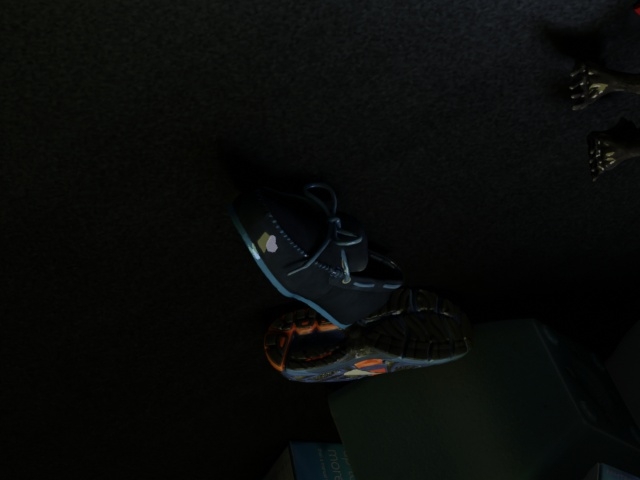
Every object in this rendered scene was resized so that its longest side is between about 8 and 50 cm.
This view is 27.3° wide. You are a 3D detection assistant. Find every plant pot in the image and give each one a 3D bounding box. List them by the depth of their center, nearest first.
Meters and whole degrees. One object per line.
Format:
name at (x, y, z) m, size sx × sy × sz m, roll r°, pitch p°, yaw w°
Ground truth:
plant pot at (0.205, 0.227, 1.446) m, size 0.252 × 0.247 × 0.247 m, roll -41°, pitch 136°, yaw 21°

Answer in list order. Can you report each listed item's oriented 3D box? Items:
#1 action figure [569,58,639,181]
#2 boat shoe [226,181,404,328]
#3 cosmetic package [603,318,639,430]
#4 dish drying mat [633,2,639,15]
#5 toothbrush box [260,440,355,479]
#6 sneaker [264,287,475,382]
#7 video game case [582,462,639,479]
action figure at (0.346, -0.096, 1.055) m, size 0.275 × 0.141 × 0.164 m, roll -2°, pitch 123°, yaw 23°
boat shoe at (0.000, 0.000, 1.199) m, size 0.089 × 0.109 × 0.258 m, roll -31°, pitch 158°, yaw 12°
cosmetic package at (0.558, 0.241, 1.486) m, size 0.393 × 0.328 × 0.329 m, roll 5°, pitch 141°, yaw -22°
dish drying mat at (0.296, -0.182, 1.099) m, size 0.032 × 0.008 × 0.083 m, roll -34°, pitch 139°, yaw 29°
toothbrush box at (0.088, 0.373, 1.615) m, size 0.295 × 0.216 × 0.126 m, roll 8°, pitch 140°, yaw -26°
sneaker at (0.050, 0.104, 1.369) m, size 0.221 × 0.083 × 0.087 m, roll -3°, pitch 157°, yaw -5°
video game case at (0.325, 0.344, 1.288) m, size 0.269 × 0.061 × 0.244 m, roll 23°, pitch 134°, yaw -9°
